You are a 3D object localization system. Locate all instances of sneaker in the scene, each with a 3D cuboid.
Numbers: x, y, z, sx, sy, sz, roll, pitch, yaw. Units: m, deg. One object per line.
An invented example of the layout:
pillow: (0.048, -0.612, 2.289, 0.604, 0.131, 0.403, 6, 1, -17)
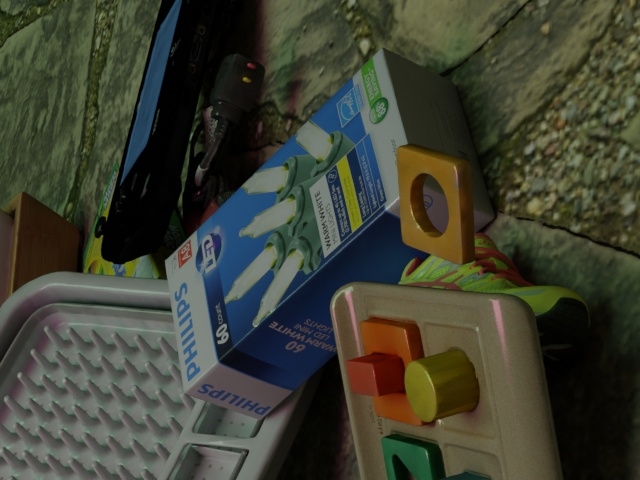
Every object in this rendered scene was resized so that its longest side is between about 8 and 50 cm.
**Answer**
sneaker: (0.100, 0.036, 1.219, 0.208, 0.081, 0.094, -9, 60, 59)

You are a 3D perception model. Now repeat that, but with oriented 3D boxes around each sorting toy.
sorting toy: (0.065, 0.117, 1.145, 0.196, 0.047, 0.347, 1, 103, 60)

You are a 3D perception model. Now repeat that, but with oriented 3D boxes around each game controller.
game controller: (-0.140, -0.137, 1.737, 0.166, 0.067, 0.319, 116, 166, -62)

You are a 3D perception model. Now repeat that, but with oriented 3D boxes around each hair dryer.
hair dryer: (-0.081, 0.003, 1.661, 0.223, 0.080, 0.293, 120, 158, -69)

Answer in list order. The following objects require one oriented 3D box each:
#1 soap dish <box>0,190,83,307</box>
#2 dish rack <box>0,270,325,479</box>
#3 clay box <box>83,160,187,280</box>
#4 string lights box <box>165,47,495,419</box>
soap dish: (-0.365, 0.097, 2.153, 0.291, 0.118, 0.228, -32, 52, 59)
dish rack: (-0.160, 0.160, 1.514, 0.333, 0.072, 0.285, 4, 55, 33)
clay box: (-0.175, 0.029, 1.845, 0.222, 0.053, 0.127, -115, 42, -54)
string lights box: (0.000, 0.000, 1.374, 0.260, 0.077, 0.133, -43, 41, 30)
